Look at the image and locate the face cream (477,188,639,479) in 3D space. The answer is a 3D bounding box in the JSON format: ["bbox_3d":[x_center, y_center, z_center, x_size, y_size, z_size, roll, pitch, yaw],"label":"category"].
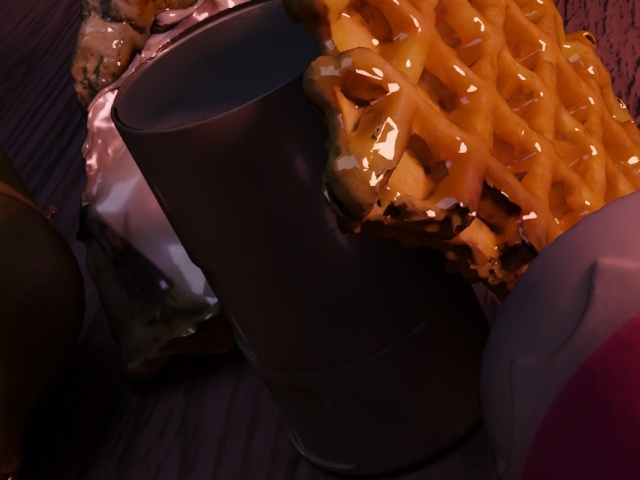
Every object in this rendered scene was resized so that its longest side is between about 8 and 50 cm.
[{"bbox_3d":[0.158,0.091,0.400,0.175,0.175,0.195,-23,31,4],"label":"face cream"}]

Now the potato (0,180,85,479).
[{"bbox_3d":[-0.272,0.095,0.683,0.218,0.202,0.351,-12,40,43],"label":"potato"}]

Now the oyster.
[{"bbox_3d":[-0.019,-0.054,0.787,0.238,0.115,0.351,34,75,18],"label":"oyster"}]

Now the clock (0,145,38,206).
[{"bbox_3d":[-0.343,-0.003,0.983,0.202,0.096,0.143,-4,35,30],"label":"clock"}]

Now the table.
[{"bbox_3d":[0.000,0.000,0.607,0.126,0.220,0.126,-19,31,12],"label":"table"}]

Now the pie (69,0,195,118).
[{"bbox_3d":[-0.103,-0.188,0.899,0.105,0.275,0.257,8,12,17],"label":"pie"}]

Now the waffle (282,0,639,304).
[{"bbox_3d":[0.089,-0.036,0.549,0.051,0.291,0.291,-29,25,33],"label":"waffle"}]
